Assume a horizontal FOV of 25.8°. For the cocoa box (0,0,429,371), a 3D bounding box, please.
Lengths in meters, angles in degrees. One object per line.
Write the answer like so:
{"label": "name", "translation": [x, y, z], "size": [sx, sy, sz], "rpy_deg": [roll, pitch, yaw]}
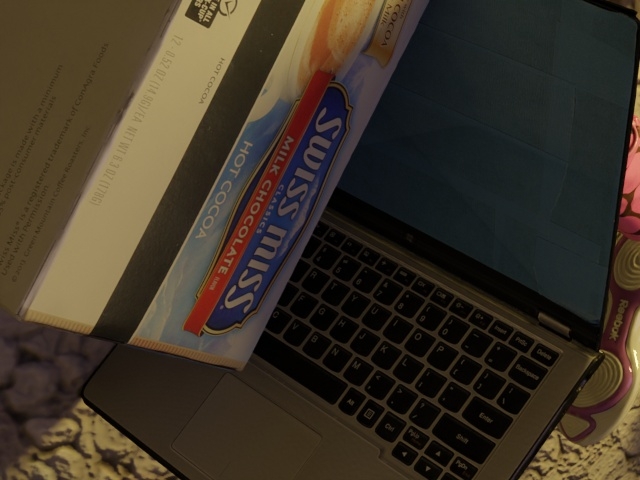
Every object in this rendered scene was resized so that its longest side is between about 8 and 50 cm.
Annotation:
{"label": "cocoa box", "translation": [-0.115, -0.122, 0.955], "size": [0.228, 0.231, 0.347], "rpy_deg": [22, 97, -53]}

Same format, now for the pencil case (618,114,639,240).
{"label": "pencil case", "translation": [0.360, -0.082, 1.641], "size": [0.098, 0.095, 0.209], "rpy_deg": [-28, 148, 16]}

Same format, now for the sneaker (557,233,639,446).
{"label": "sneaker", "translation": [0.408, 0.131, 1.808], "size": [0.152, 0.114, 0.305], "rpy_deg": [14, 103, -50]}

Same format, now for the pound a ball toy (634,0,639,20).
{"label": "pound a ball toy", "translation": [0.402, -0.361, 1.499], "size": [0.208, 0.135, 0.319], "rpy_deg": [-58, 150, -42]}

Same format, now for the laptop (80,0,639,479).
{"label": "laptop", "translation": [0.000, 0.000, 1.043], "size": [0.408, 0.382, 0.236], "rpy_deg": [-53, 141, -10]}
